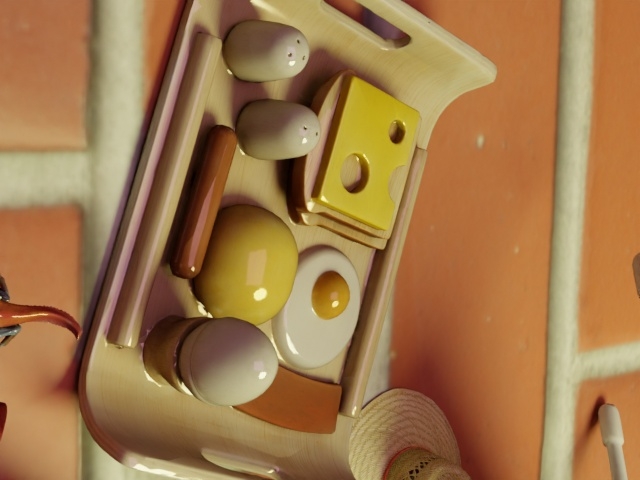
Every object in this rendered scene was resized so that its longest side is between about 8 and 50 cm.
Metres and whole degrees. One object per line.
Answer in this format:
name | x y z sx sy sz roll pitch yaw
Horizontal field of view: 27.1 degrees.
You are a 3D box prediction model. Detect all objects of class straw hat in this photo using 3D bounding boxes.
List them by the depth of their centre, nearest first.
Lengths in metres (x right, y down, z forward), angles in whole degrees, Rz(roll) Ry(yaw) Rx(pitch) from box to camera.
straw hat | 0.072 0.175 0.897 0.144 0.061 0.144 -6 99 -44

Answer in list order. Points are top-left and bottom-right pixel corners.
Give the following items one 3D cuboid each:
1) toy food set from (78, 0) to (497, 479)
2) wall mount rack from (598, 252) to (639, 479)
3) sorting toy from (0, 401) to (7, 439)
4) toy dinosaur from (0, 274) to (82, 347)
toy food set | 0.000 0.000 0.783 0.220 0.092 0.306 23 80 -43
wall mount rack | 0.182 0.194 0.912 0.304 0.130 0.350 -45 153 -28
sorting toy | -0.245 0.170 0.501 0.126 0.127 0.365 36 37 -15
toy dinosaur | -0.173 0.026 0.640 0.082 0.090 0.047 35 51 -74
